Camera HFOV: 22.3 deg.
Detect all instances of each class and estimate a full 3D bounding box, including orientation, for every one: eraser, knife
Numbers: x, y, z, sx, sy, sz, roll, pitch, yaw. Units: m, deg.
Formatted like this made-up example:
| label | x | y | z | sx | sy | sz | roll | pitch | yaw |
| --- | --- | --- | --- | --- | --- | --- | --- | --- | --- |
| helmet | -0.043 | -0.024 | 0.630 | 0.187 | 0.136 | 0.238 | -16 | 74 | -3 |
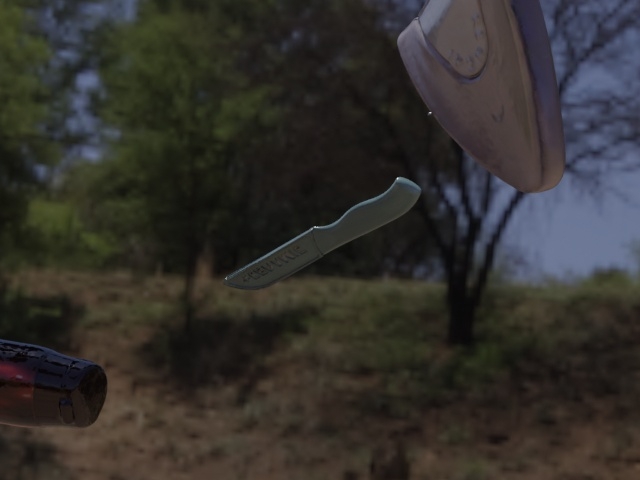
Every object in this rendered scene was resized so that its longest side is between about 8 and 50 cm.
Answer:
| label | x | y | z | sx | sy | sz | roll | pitch | yaw |
| --- | --- | --- | --- | --- | --- | --- | --- | --- | --- |
| eraser | 0.164 | -0.150 | 1.465 | 0.059 | 0.243 | 0.204 | -11 | -25 | -29 |
| knife | 0.001 | 0.000 | 1.276 | 0.028 | 0.015 | 0.210 | 42 | -48 | -22 |

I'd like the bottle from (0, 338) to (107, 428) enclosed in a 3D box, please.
| label | x | y | z | sx | sy | sz | roll | pitch | yaw |
| --- | --- | --- | --- | --- | --- | --- | --- | --- | --- |
| bottle | -0.222 | 0.089 | 1.063 | 0.164 | 0.060 | 0.060 | 8 | -10 | 15 |
